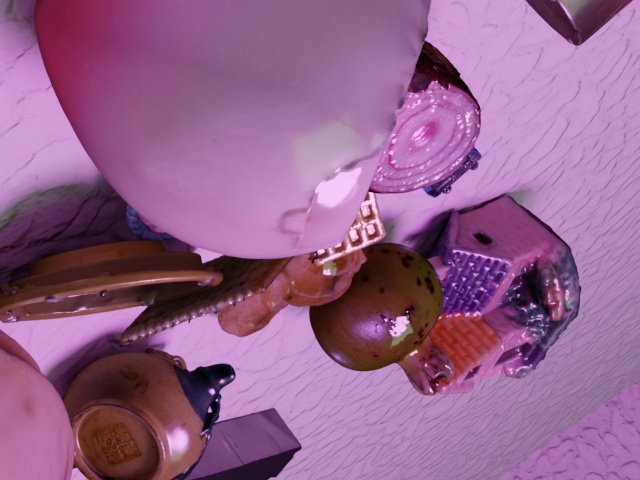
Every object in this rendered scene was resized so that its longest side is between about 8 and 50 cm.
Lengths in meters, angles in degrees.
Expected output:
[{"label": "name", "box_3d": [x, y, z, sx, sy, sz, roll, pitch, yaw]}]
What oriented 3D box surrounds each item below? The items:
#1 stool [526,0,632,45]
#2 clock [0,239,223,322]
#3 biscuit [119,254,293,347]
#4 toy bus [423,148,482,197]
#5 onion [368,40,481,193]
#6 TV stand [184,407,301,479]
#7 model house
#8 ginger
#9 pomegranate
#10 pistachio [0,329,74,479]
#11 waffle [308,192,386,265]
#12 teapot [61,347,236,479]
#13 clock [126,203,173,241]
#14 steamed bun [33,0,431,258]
[{"label": "stool", "box_3d": [0.292, -0.339, 1.298, 0.264, 0.179, 0.179, -40, 156, 5]}, {"label": "clock", "box_3d": [-0.214, 0.036, 1.323, 0.237, 0.057, 0.237, -10, 174, -1]}, {"label": "biscuit", "box_3d": [-0.110, 0.045, 1.425, 0.231, 0.016, 0.139, -21, -159, 41]}, {"label": "toy bus", "box_3d": [0.162, -0.095, 1.715, 0.083, 0.046, 0.038, -42, 156, 14]}, {"label": "onion", "box_3d": [0.046, -0.118, 1.392, 0.218, 0.140, 0.195, -45, 152, 15]}, {"label": "TV stand", "box_3d": [-0.153, 0.322, 1.967, 0.269, 0.083, 0.088, -8, 141, -51]}, {"label": "model house", "box_3d": [0.216, 0.094, 1.931, 0.237, 0.202, 0.237, -18, 149, -40]}, {"label": "ginger", "box_3d": [0.000, 0.000, 1.616, 0.148, 0.081, 0.333, 15, 124, -27]}, {"label": "pomegranate", "box_3d": [0.078, 0.108, 1.770, 0.179, 0.179, 0.210, -23, 108, -32]}, {"label": "pistachio", "box_3d": [-0.409, 0.244, 1.255, 0.365, 0.281, 0.445, -16, 135, -26]}, {"label": "waffle", "box_3d": [0.019, -0.049, 1.531, 0.097, 0.023, 0.152, -19, 124, -9]}, {"label": "teapot", "box_3d": [-0.221, 0.205, 1.593, 0.269, 0.173, 0.182, -22, -164, 23]}, {"label": "clock", "box_3d": [-0.102, -0.071, 1.315, 0.194, 0.100, 0.195, -20, 151, -25]}, {"label": "steamed bun", "box_3d": [-0.079, -0.143, 1.042, 0.309, 0.309, 0.309, -31, 155, -16]}]
